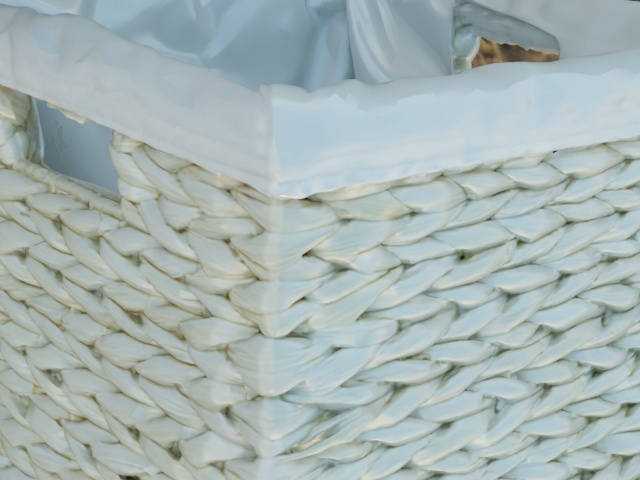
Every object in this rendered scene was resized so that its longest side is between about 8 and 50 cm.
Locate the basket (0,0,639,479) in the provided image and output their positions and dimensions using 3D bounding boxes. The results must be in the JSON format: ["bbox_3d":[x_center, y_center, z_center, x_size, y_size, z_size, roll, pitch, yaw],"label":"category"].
[{"bbox_3d":[0.000,0.000,0.757,0.331,0.328,0.266,-14,115,-39],"label":"basket"}]
